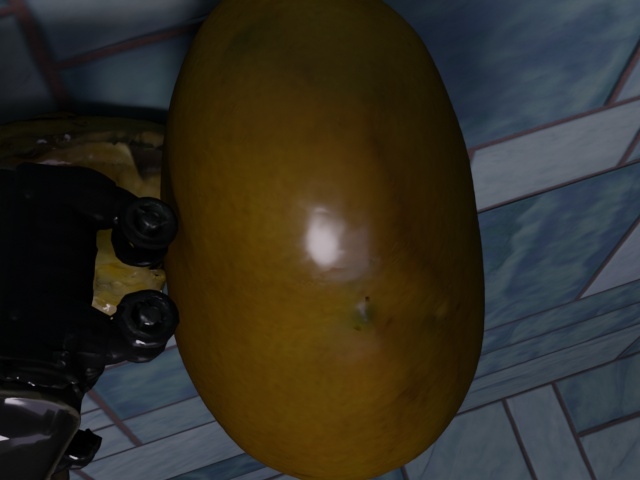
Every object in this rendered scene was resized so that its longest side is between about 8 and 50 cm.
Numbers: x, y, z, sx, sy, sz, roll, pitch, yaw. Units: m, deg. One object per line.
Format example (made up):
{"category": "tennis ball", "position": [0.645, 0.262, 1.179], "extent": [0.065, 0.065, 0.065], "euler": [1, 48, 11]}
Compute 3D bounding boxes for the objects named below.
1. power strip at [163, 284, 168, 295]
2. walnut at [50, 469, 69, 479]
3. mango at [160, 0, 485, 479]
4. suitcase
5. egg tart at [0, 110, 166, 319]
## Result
{"category": "power strip", "position": [-0.195, 0.058, 1.098], "extent": [0.216, 0.044, 0.137], "euler": [-1, 154, -42]}
{"category": "walnut", "position": [-0.415, 0.268, 1.173], "extent": [0.273, 0.273, 0.227], "euler": [-11, 126, -24]}
{"category": "mango", "position": [0.000, 0.000, 0.738], "extent": [0.232, 0.300, 0.445], "euler": [-6, 155, 1]}
{"category": "suitcase", "position": [-0.322, 0.064, 0.607], "extent": [0.434, 0.194, 0.283], "euler": [9, 148, -20]}
{"category": "egg tart", "position": [-0.215, 0.009, 0.843], "extent": [0.290, 0.115, 0.290], "euler": [-19, 158, -8]}
